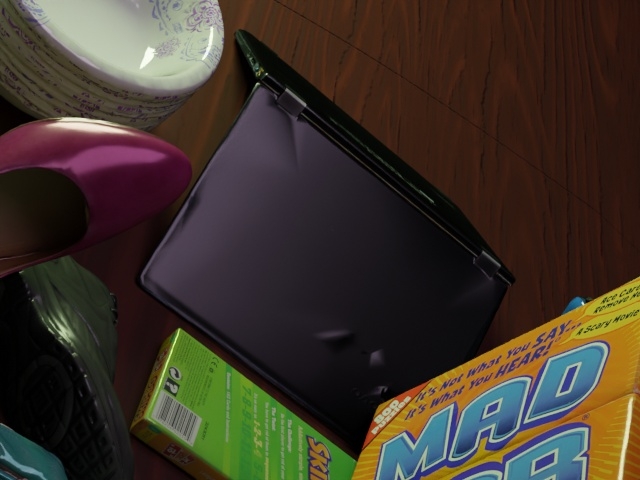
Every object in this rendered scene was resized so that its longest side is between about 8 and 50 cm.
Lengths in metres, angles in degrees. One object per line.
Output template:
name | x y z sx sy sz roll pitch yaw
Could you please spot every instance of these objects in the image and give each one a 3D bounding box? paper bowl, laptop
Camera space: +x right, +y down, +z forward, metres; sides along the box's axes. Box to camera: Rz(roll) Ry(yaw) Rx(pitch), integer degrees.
paper bowl | -0.250 -0.229 1.562 0.284 0.148 0.284 30 42 -30
laptop | 0.000 0.000 1.761 0.382 0.236 0.408 39 9 -19

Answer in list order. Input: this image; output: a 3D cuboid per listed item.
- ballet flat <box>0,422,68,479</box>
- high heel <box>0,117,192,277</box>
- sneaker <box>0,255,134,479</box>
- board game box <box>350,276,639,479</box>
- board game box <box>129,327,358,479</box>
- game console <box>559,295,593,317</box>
ballet flat | -0.304 0.158 1.243 0.247 0.083 0.087 38 13 -20
high heel | -0.270 0.013 1.209 0.377 0.127 0.181 -15 37 -11
sneaker | -0.220 0.091 1.362 0.130 0.109 0.286 -4 64 -54
board game box | 0.253 0.323 1.448 0.356 0.356 0.356 47 36 -17
board game box | -0.061 0.206 1.499 0.259 0.039 0.124 37 39 -18
game console | 0.364 0.247 1.838 0.173 0.250 0.293 1 55 -17
